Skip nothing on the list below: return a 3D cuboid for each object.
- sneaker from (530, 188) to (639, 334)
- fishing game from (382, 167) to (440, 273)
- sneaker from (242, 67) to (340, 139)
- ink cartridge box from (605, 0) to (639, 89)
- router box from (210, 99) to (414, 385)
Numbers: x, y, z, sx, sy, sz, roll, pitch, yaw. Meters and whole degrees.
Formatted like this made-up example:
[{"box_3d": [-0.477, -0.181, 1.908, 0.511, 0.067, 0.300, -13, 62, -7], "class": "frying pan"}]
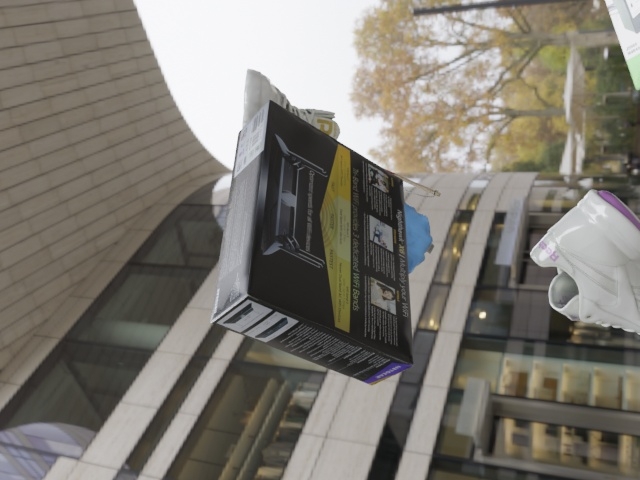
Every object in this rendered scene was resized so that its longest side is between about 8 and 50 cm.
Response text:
[{"box_3d": [0.398, 0.068, 0.894, 0.305, 0.152, 0.114, 44, -165, -22], "class": "sneaker"}, {"box_3d": [0.101, -0.010, 1.144, 0.264, 0.189, 0.041, -59, -14, -29], "class": "fishing game"}, {"box_3d": [-0.046, -0.214, 1.134, 0.292, 0.169, 0.108, 126, 151, -88], "class": "sneaker"}, {"box_3d": [0.627, -0.436, 1.171, 0.115, 0.198, 0.272, -17, -93, -24], "class": "ink cartridge box"}, {"box_3d": [0.000, 0.000, 0.847, 0.243, 0.081, 0.308, 27, -134, -28], "class": "router box"}]
